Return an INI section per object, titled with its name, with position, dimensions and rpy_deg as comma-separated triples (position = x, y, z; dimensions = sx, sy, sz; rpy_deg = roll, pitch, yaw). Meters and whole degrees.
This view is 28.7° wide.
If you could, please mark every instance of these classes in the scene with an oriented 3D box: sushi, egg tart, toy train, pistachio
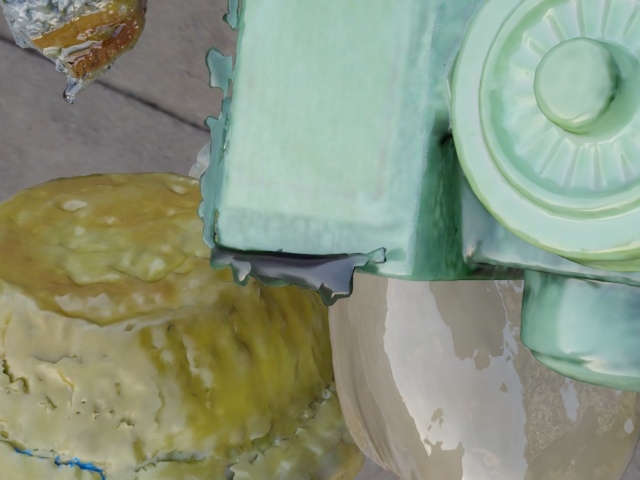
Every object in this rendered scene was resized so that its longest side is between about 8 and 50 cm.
[sushi]
position = -0.312, -0.321, 1.535
dimensions = 0.184, 0.139, 0.274
rpy_deg = -14, 62, -1
[egg tart]
position = -0.139, 0.065, 0.878
dimensions = 0.388, 0.388, 0.169
rpy_deg = 9, 123, 12
[toy train]
position = 0.075, -0.094, 0.390
dimensions = 0.188, 0.159, 0.271
rpy_deg = 8, 93, 34
[pistachio]
position = 0.074, 0.038, 0.599
dimensions = 0.152, 0.126, 0.223
rpy_deg = -22, 77, 22

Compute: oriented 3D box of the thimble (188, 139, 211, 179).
[thimble]
position = 0.000, 0.000, 1.330
dimensions = 0.195, 0.291, 0.291
rpy_deg = -22, 80, -22
